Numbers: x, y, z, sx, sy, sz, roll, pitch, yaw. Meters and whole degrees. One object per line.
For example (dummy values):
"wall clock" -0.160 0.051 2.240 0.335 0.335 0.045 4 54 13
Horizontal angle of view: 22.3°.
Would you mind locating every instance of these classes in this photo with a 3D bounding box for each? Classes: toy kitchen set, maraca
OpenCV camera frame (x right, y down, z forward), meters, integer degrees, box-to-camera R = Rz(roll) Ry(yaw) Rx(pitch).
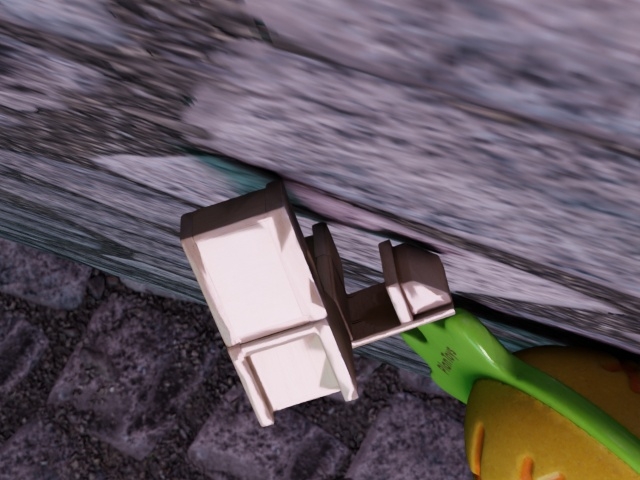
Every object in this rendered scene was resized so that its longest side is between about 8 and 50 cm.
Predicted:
"toy kitchen set" 0.000 0.000 0.526 0.068 0.075 0.083 -18 -151 6
"maraca" 0.109 0.091 0.733 0.185 0.099 0.127 39 162 12
